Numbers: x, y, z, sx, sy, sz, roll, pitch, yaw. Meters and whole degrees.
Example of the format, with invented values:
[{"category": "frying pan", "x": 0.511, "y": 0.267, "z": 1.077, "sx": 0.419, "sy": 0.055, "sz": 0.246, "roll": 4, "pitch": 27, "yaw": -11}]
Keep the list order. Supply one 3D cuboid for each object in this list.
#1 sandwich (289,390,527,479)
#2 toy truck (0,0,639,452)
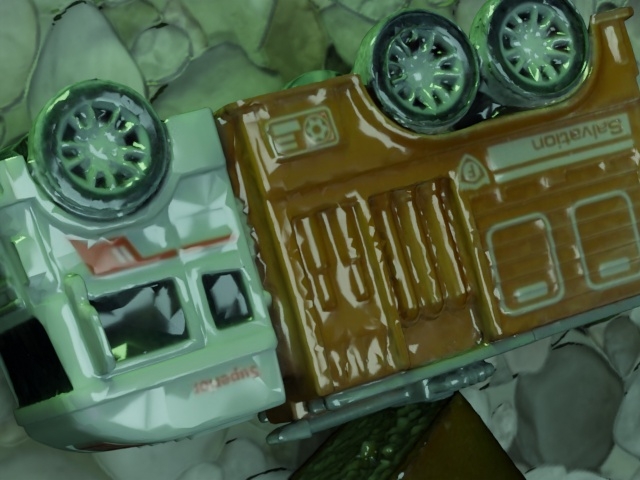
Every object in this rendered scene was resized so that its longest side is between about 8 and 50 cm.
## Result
[{"category": "sandwich", "x": 0.087, "y": 0.207, "z": 1.056, "sx": 0.128, "sy": 0.122, "sz": 0.236, "roll": -46, "pitch": 111, "yaw": -20}, {"category": "toy truck", "x": 0.000, "y": 0.000, "z": 0.953, "sx": 0.387, "sy": 0.173, "sz": 0.207, "roll": -16, "pitch": 87, "yaw": -23}]
